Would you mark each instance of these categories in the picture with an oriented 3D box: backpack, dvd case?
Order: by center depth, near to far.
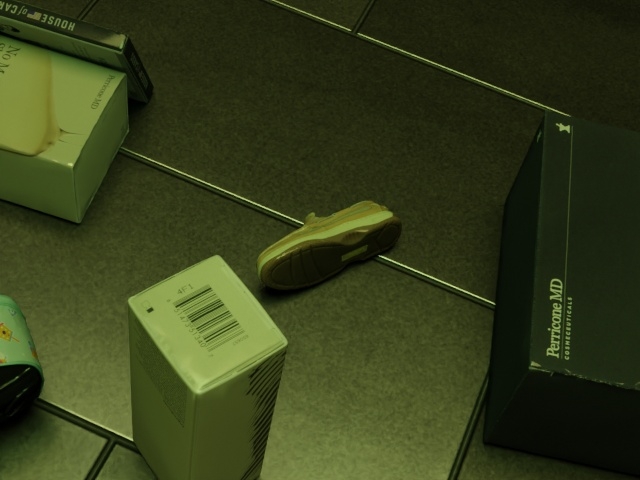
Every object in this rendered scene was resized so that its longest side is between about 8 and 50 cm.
[{"bbox_3d":[-0.366,0.121,1.008,0.188,0.166,0.144,-10,62,-19],"label":"backpack"},{"bbox_3d":[-0.328,-0.236,1.259,0.238,0.179,0.030,17,80,3],"label":"dvd case"}]

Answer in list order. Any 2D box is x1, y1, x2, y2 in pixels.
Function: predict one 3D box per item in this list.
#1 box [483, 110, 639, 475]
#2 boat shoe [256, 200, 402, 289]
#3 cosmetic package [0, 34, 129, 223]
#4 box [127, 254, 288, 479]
[{"bbox_3d":[0.361,0.066,1.149,0.312,0.179,0.343,13,54,-1],"label":"box"},{"bbox_3d":[0.000,0.000,1.217,0.190,0.068,0.072,-18,47,-31],"label":"boat shoe"},{"bbox_3d":[-0.396,-0.151,1.225,0.309,0.113,0.160,16,55,4],"label":"cosmetic package"},{"bbox_3d":[-0.108,0.143,0.963,0.094,0.275,0.113,-28,65,-25],"label":"box"}]
